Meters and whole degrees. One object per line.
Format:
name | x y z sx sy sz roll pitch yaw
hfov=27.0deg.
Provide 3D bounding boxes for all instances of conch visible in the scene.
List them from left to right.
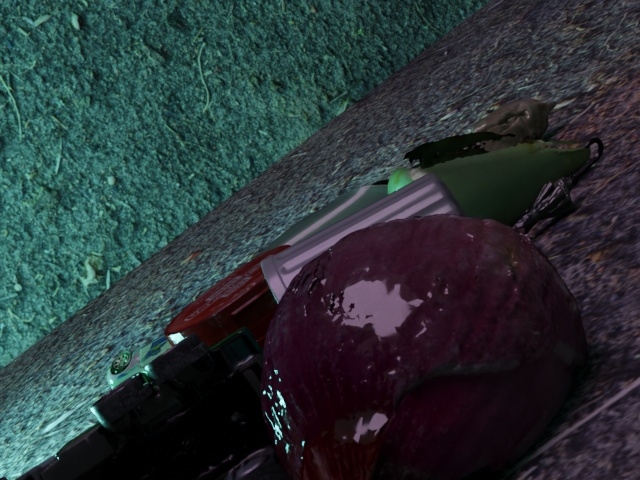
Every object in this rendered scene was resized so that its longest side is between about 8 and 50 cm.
conch | 0.178 -0.071 1.555 0.250 0.137 0.143 -40 11 -31

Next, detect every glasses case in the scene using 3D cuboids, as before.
glasses case | 0.000 0.000 1.945 0.308 0.083 0.128 -34 11 1

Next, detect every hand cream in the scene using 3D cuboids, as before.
hand cream | -0.078 0.106 1.596 0.193 0.125 0.193 -34 11 8

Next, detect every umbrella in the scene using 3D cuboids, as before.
umbrella | 0.226 -0.010 1.454 0.269 0.044 0.044 -46 38 -11

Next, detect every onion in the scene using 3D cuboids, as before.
onion | 0.051 0.097 1.025 0.267 0.159 0.348 -15 25 26

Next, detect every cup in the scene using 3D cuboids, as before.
cup | 0.078 0.064 1.318 0.202 0.221 0.167 -31 -24 3

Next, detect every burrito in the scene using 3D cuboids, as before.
burrito | 0.173 -0.077 1.769 0.392 0.076 0.117 -42 11 -32

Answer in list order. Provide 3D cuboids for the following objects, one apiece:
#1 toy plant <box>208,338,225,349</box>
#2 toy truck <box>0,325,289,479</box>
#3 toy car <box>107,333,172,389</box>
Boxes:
toy plant | -0.134 0.188 1.463 0.162 0.093 0.093 -42 11 -5
toy truck | -0.165 0.221 1.264 0.363 0.176 0.178 -34 1 1
toy car | -0.176 0.163 1.746 0.224 0.090 0.076 -30 38 17
